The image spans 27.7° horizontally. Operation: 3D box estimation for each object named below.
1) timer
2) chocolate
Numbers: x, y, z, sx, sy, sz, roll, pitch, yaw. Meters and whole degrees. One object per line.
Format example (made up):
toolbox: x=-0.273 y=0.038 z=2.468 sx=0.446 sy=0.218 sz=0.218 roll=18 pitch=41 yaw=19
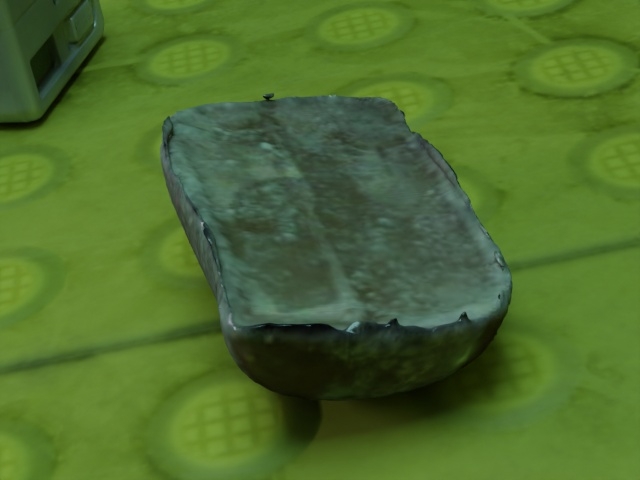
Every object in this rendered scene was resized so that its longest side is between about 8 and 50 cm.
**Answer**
timer: x=-0.332 y=-0.229 z=1.180 sx=0.194 sy=0.194 sz=0.192 roll=1 pitch=35 yaw=14
chocolate: x=0.000 y=0.000 z=0.840 sx=0.185 sy=0.100 sz=0.303 roll=-6 pitch=35 yaw=-13
